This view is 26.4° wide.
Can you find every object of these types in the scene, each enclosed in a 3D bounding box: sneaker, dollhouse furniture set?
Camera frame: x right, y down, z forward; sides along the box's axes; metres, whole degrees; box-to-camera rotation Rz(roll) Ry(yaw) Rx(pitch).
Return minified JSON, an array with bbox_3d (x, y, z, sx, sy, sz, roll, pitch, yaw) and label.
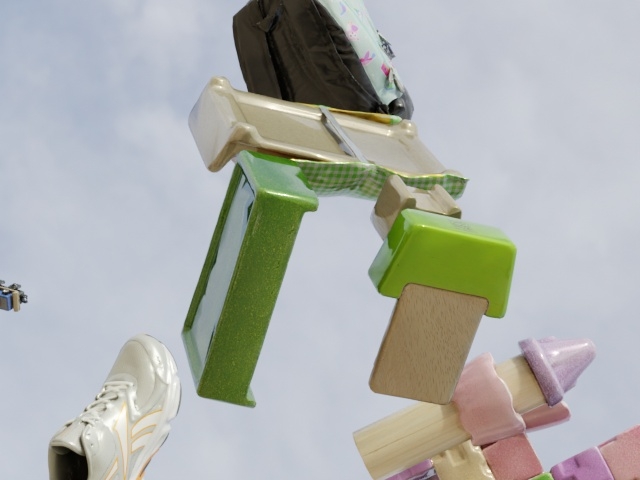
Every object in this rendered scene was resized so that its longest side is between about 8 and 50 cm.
[{"bbox_3d":[-0.244,0.217,1.550,0.099,0.262,0.121,-12,-35,38],"label":"sneaker"},{"bbox_3d":[0.000,0.000,1.037,0.301,0.197,0.151,-119,-137,-65],"label":"dollhouse furniture set"}]

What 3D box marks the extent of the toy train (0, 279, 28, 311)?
[{"bbox_3d":[-0.392,0.052,1.505,0.158,0.036,0.027,11,-65,24],"label":"toy train"}]

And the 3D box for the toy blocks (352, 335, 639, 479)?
[{"bbox_3d":[0.208,0.220,1.092,0.260,0.309,0.289,-26,-104,2],"label":"toy blocks"}]

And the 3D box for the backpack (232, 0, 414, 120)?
[{"bbox_3d":[-0.006,-0.173,1.301,0.152,0.115,0.182,-19,-67,23],"label":"backpack"}]
